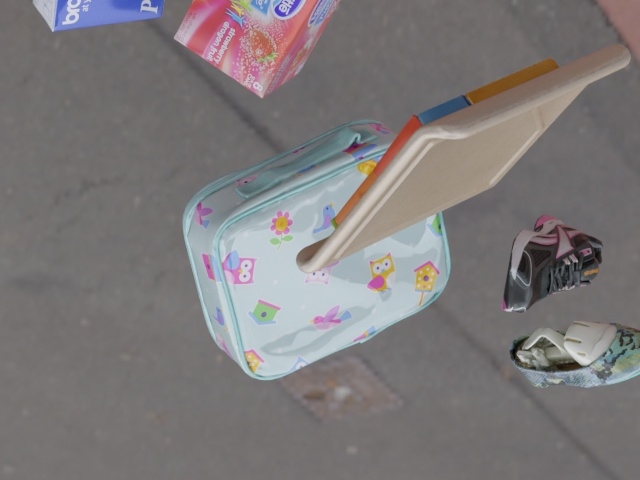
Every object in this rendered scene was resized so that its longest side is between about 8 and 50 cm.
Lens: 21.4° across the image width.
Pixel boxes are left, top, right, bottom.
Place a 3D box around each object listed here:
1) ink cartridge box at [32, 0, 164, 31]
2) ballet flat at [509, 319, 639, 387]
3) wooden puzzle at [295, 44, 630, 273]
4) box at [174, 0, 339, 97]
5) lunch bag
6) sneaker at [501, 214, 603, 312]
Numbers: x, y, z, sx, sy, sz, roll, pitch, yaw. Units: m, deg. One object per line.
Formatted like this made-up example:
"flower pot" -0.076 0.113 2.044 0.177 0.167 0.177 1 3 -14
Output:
"ink cartridge box" -0.158 -0.261 1.286 0.097 0.046 0.207 -13 136 -29
"ballet flat" 0.249 0.108 1.651 0.070 0.070 0.188 26 157 -24
"wooden puzzle" 0.106 -0.070 1.332 0.221 0.044 0.239 -25 168 -37
"box" -0.038 -0.304 1.872 0.128 0.122 0.257 35 119 5
"lunch bag" 0.000 0.000 1.802 0.279 0.108 0.224 -25 118 -20
"sneaker" 0.235 0.022 1.673 0.077 0.178 0.072 14 118 19
